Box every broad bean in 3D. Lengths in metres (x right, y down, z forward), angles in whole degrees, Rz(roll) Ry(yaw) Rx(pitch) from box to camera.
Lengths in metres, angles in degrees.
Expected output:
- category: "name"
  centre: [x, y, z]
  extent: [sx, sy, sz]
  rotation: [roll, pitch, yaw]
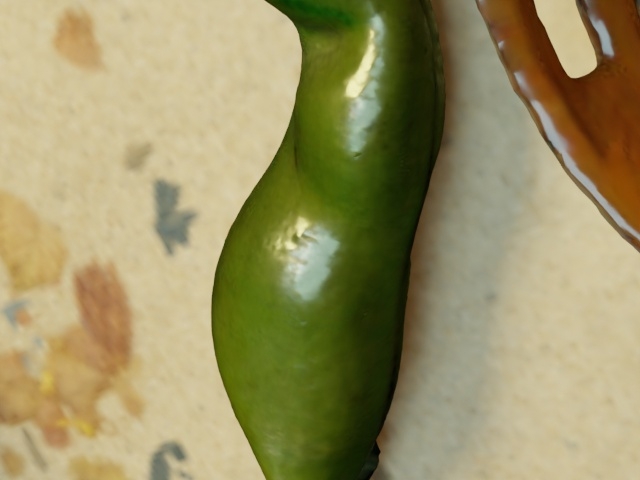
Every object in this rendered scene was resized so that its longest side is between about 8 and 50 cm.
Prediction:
- category: "broad bean"
  centre: [0.000, 0.000, 0.554]
  extent: [0.070, 0.048, 0.213]
  rotation: [11, 118, 23]

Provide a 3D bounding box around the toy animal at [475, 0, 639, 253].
- category: "toy animal"
  centre: [0.127, 0.039, 0.462]
  extent: [0.284, 0.225, 0.302]
  rotation: [32, 140, 34]
